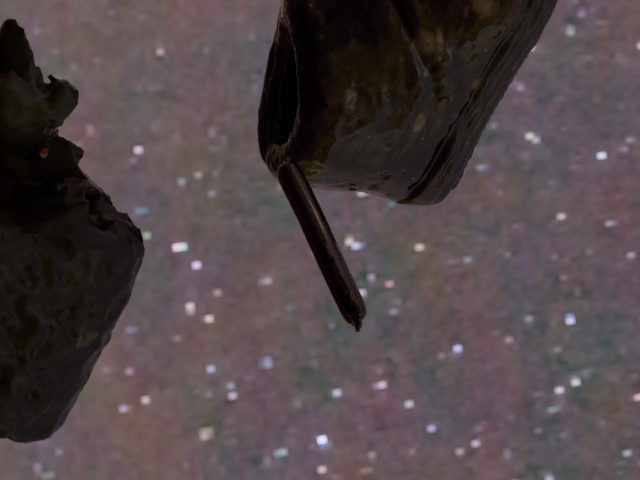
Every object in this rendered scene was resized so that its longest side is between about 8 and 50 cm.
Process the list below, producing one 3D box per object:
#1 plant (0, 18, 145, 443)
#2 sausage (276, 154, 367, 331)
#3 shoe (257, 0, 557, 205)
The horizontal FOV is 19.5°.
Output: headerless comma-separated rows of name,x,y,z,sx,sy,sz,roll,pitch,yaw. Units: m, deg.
plant,-0.255,-0.015,1.438,0.215,0.213,0.312,23,-81,48
sausage,0.000,0.000,1.629,0.028,0.025,0.198,62,3,-55
shoe,0.075,-0.208,1.816,0.384,0.237,0.171,-63,-144,32
